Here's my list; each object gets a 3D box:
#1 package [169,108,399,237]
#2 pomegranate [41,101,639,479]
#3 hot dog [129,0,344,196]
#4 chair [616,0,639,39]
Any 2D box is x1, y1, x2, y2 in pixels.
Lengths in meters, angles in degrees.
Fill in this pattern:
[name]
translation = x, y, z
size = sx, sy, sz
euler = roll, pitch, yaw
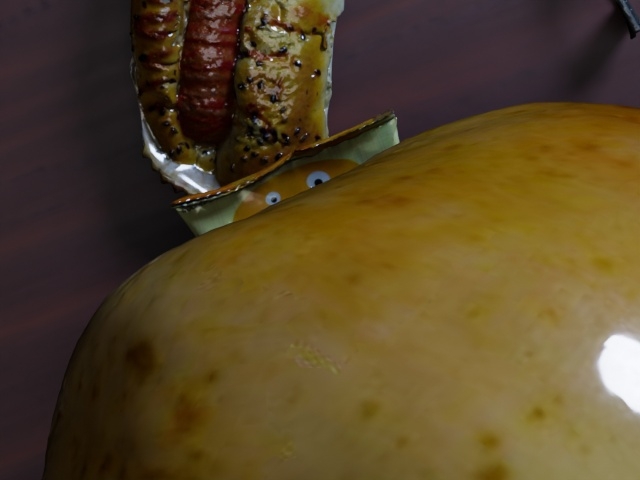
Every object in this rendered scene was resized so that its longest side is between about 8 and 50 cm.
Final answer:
[package]
translation = 0.001, 0.001, 0.738
size = 0.108, 0.031, 0.120
euler = -24, 131, 2
[pomegranate]
translation = 0.060, 0.141, 0.624
size = 0.410, 0.410, 0.410
euler = 0, 99, -2
[hot dog]
translation = -0.038, -0.106, 0.732
size = 0.099, 0.053, 0.192
euler = 0, 102, -6
[chair]
translation = 0.139, -0.140, 0.740
size = 0.042, 0.037, 0.086
euler = -32, 95, 15
